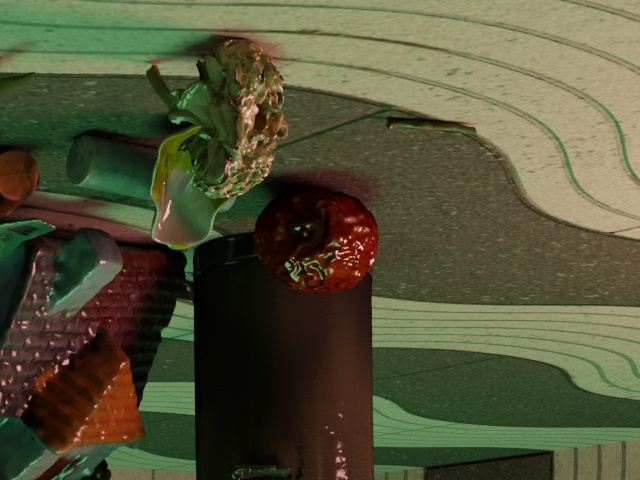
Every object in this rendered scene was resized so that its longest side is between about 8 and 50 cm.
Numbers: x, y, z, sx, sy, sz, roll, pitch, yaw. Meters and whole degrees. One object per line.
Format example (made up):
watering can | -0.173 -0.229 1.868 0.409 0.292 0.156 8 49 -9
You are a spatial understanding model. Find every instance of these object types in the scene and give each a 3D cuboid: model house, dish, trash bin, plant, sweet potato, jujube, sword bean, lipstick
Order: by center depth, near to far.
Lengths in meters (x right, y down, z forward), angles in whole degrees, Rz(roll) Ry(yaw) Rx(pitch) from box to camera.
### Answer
plant | -0.088 -0.096 1.356 0.122 0.116 0.104 16 158 18
sword bean | 0.096 -0.097 1.546 0.083 0.012 0.012 4 166 -15
dish | -0.115 -0.056 1.573 0.091 0.039 0.137 -1 130 -28
lipstick | -0.150 -0.059 1.612 0.158 0.048 0.048 10 163 -38
sweet potato | -0.346 -0.028 1.710 0.067 0.059 0.281 16 159 -26
jujube | 0.000 0.000 1.769 0.112 0.109 0.176 34 -179 11
model house | -0.285 0.120 1.923 0.339 0.297 0.360 -41 160 17
trash bin | -0.038 0.159 1.991 0.203 0.301 0.252 -5 166 14

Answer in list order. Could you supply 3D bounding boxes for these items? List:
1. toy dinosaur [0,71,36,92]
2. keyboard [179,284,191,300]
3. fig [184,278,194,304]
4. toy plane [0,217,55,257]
toy dinosaur | -0.272 -0.112 1.411 0.162 0.039 0.126 -2 174 16
keyboard | -0.204 0.058 2.182 0.155 0.010 0.053 10 164 -39
fig | -0.141 0.060 2.139 0.083 0.050 0.050 28 155 -24
toy plane | -0.386 -0.054 1.477 0.155 0.106 0.382 -19 148 23
